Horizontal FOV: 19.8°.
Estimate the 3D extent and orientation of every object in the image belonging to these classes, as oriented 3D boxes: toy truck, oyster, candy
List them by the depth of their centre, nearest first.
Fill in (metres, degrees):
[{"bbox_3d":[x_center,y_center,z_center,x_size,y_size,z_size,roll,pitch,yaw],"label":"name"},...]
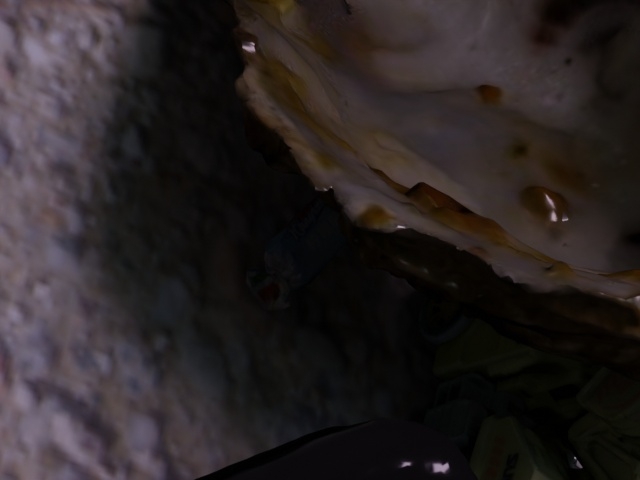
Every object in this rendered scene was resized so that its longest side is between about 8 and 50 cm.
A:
[{"bbox_3d":[0.064,-0.047,0.659,0.204,0.111,0.396,-19,52,-16],"label":"oyster"},{"bbox_3d":[0.089,0.084,0.681,0.085,0.116,0.191,36,53,-26],"label":"toy truck"},{"bbox_3d":[0.000,0.001,0.704,0.030,0.020,0.083,50,48,-11],"label":"candy"}]

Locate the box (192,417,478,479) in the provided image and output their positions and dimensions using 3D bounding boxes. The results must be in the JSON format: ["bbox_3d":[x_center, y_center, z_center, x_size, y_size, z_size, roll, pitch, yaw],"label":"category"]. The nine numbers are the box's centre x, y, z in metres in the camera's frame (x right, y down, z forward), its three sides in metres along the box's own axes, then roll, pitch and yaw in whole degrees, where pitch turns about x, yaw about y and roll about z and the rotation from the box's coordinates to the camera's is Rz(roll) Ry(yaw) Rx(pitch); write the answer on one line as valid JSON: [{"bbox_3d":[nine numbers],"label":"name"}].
[{"bbox_3d":[-0.029,0.222,0.520,0.289,0.073,0.290,-19,85,-28],"label":"box"}]
